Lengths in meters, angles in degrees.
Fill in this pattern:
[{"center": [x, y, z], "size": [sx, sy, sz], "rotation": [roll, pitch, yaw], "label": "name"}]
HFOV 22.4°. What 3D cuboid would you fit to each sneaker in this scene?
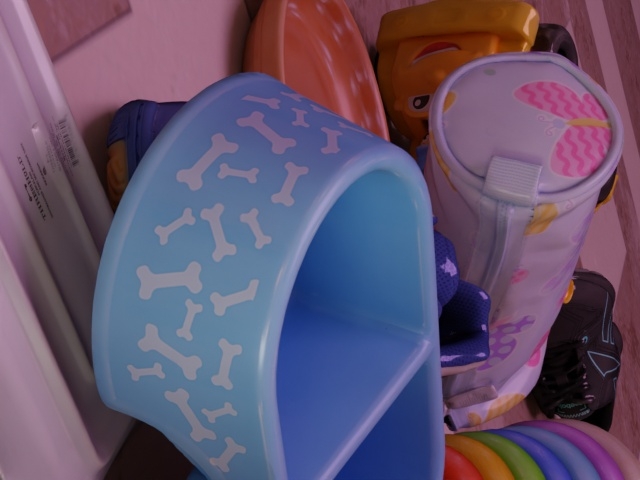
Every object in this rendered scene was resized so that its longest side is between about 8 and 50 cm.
[{"center": [0.233, 0.103, 1.489], "size": [0.267, 0.101, 0.106], "rotation": [44, 42, -58], "label": "sneaker"}, {"center": [0.000, 0.000, 0.840], "size": [0.296, 0.131, 0.112], "rotation": [41, 44, -59], "label": "sneaker"}]

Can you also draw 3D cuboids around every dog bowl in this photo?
[{"center": [-0.009, 0.072, 0.708], "size": [0.166, 0.074, 0.297], "rotation": [-47, 144, -42], "label": "dog bowl"}]

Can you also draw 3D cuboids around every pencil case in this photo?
[{"center": [0.104, 0.007, 1.007], "size": [0.124, 0.113, 0.273], "rotation": [-53, 164, -34], "label": "pencil case"}]

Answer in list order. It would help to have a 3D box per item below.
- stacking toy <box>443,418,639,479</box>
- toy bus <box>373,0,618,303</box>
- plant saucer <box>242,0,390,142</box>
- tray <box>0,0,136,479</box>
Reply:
[{"center": [0.087, 0.173, 0.998], "size": [0.330, 0.141, 0.141], "rotation": [14, 66, -56], "label": "stacking toy"}, {"center": [0.111, -0.038, 1.194], "size": [0.220, 0.149, 0.211], "rotation": [56, 45, -44], "label": "toy bus"}, {"center": [-0.002, -0.070, 1.012], "size": [0.200, 0.037, 0.200], "rotation": [-11, 90, -72], "label": "plant saucer"}, {"center": [-0.124, -0.020, 0.651], "size": [0.145, 0.030, 0.270], "rotation": [-67, 141, -60], "label": "tray"}]
